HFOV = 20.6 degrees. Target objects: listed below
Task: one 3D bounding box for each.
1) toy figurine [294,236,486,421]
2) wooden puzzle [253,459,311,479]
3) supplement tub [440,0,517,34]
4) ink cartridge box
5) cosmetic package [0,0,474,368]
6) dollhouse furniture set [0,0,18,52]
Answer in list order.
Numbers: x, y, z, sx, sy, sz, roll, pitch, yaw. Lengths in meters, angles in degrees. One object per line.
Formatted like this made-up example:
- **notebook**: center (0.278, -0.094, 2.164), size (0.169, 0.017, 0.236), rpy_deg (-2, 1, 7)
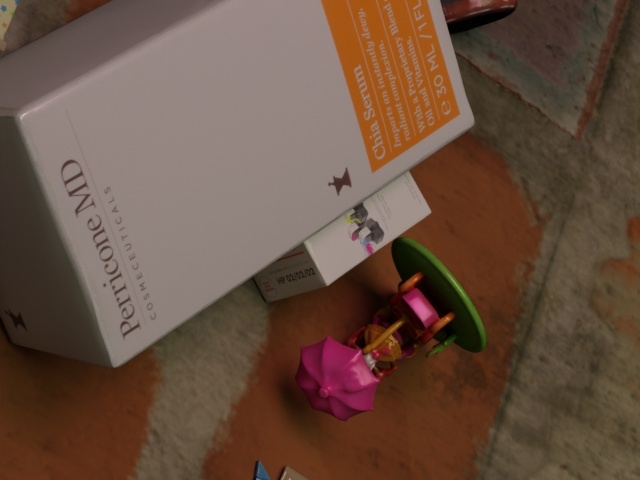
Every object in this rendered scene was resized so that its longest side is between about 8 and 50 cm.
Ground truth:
- **toy figurine**: center (0.046, 0.099, 1.622), size (0.159, 0.173, 0.130), rpy_deg (-37, 85, -14)
- **wooden puzzle**: center (-0.017, 0.251, 1.604), size (0.116, 0.014, 0.079), rpy_deg (28, 65, -26)
- **supplement tub**: center (0.124, -0.311, 1.766), size (0.106, 0.106, 0.198), rpy_deg (-14, 88, -36)
- **ink cartridge box**: center (0.000, 0.000, 1.613), size (0.181, 0.104, 0.062), rpy_deg (-34, 99, -34)
- **cosmetic package**: center (-0.089, -0.107, 1.506), size (0.453, 0.161, 0.230), rpy_deg (-35, 118, -34)
- **dollhouse furniture set**: center (-0.314, -0.259, 1.453), size (0.161, 0.101, 0.182), rpy_deg (29, 65, -27)
